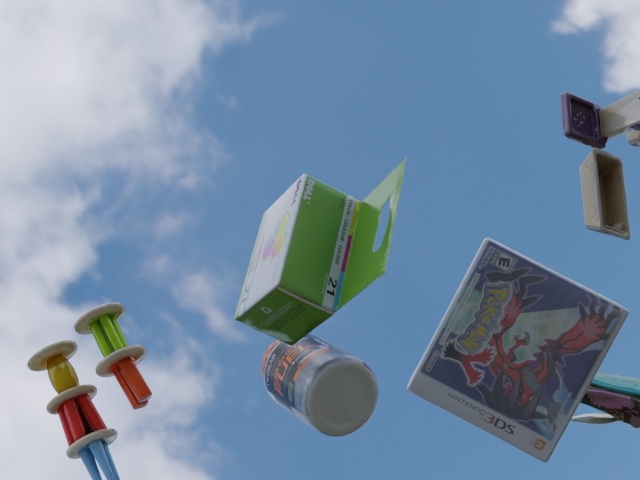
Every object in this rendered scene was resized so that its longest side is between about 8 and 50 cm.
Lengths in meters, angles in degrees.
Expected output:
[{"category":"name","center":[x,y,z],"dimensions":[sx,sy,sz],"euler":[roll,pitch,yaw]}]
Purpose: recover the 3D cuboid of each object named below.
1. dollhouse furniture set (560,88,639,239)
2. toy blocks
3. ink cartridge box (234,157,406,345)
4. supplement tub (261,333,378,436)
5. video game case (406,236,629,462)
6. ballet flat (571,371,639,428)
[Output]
[{"category":"dollhouse furniture set","center":[0.235,-0.058,0.847],"dimensions":[0.091,0.114,0.081],"euler":[16,-27,-34]},{"category":"toy blocks","center":[-0.206,0.152,1.144],"dimensions":[0.123,0.148,0.054],"euler":[-37,-20,21]},{"category":"ink cartridge box","center":[0.000,0.000,1.576],"dimensions":[0.097,0.188,0.255],"euler":[25,-35,-17]},{"category":"supplement tub","center":[-0.008,0.202,1.716],"dimensions":[0.117,0.190,0.117],"euler":[-4,-80,-26]},{"category":"video game case","center":[0.225,0.126,1.370],"dimensions":[0.183,0.023,0.201],"euler":[27,-84,4]},{"category":"ballet flat","center":[0.318,0.191,1.522],"dimensions":[0.222,0.077,0.079],"euler":[17,-69,4]}]
